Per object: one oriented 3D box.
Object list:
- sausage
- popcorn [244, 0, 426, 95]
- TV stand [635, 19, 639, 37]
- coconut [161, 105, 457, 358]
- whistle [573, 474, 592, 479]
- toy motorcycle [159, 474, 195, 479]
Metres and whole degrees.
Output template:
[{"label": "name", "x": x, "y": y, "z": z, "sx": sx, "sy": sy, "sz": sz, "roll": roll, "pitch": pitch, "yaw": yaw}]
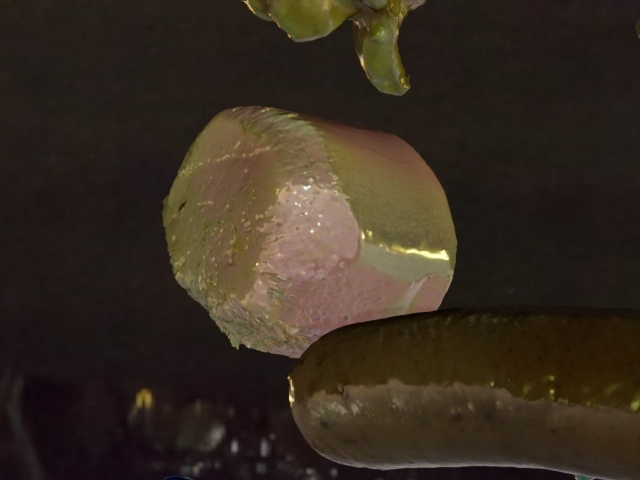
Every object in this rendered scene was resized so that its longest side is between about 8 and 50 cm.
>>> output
[{"label": "sausage", "x": 0.185, "y": 0.110, "z": 0.938, "sx": 0.501, "sy": 0.136, "sz": 0.123, "roll": -1, "pitch": -161, "yaw": 35}, {"label": "popcorn", "x": 0.025, "y": -0.370, "z": 1.632, "sx": 0.290, "sy": 0.321, "sz": 0.326, "roll": 25, "pitch": -149, "yaw": 14}, {"label": "TV stand", "x": 0.425, "y": -0.153, "z": 1.340, "sx": 0.249, "sy": 0.042, "sz": 0.036, "roll": 31, "pitch": 124, "yaw": -8}, {"label": "coconut", "x": 0.000, "y": 0.000, "z": 1.232, "sx": 0.245, "sy": 0.233, "sz": 0.233, "roll": 13, "pitch": 167, "yaw": -43}, {"label": "whistle", "x": 0.316, "y": 0.171, "z": 1.244, "sx": 0.186, "sy": 0.039, "sz": 0.039, "roll": -32, "pitch": 159, "yaw": 22}, {"label": "toy motorcycle", "x": -0.162, "y": 0.348, "z": 1.382, "sx": 0.113, "sy": 0.169, "sz": 0.315, "roll": 19, "pitch": -167, "yaw": -16}]
